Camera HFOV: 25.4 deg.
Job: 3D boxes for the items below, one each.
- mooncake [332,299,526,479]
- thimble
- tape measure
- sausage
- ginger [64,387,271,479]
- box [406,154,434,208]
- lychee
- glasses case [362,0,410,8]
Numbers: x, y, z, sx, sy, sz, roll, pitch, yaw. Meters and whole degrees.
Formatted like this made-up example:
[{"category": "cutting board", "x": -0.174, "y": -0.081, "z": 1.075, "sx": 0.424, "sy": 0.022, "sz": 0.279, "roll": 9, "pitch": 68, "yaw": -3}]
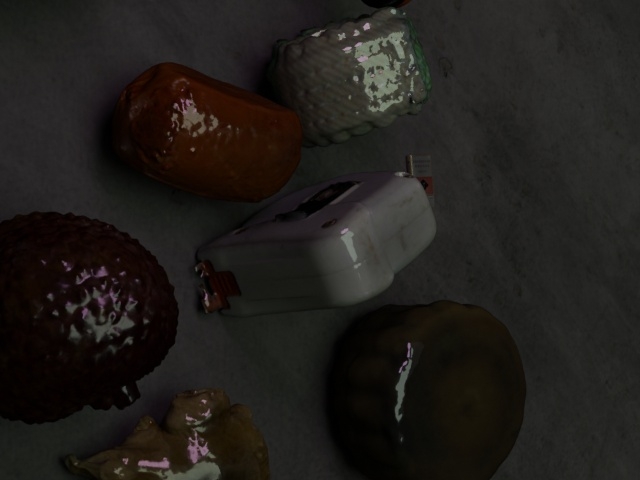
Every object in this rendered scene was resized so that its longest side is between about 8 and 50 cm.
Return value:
[{"category": "mooncake", "x": 0.150, "y": 0.225, "z": 2.051, "sx": 0.290, "sy": 0.161, "sz": 0.290, "roll": 0, "pitch": 90, "yaw": -41}, {"category": "thimble", "x": 0.040, "y": -0.226, "z": 1.936, "sx": 0.219, "sy": 0.219, "sz": 0.150, "roll": -29, "pitch": 106, "yaw": -38}, {"category": "tape measure", "x": 0.000, "y": 0.000, "z": 1.878, "sx": 0.265, "sy": 0.258, "sz": 0.130, "roll": -39, "pitch": 112, "yaw": -42}, {"category": "sausage", "x": -0.140, "y": -0.132, "z": 1.819, "sx": 0.268, "sy": 0.153, "sz": 0.141, "roll": 14, "pitch": 107, "yaw": -40}, {"category": "ginger", "x": -0.181, "y": 0.286, "z": 1.787, "sx": 0.270, "sy": 0.123, "sz": 0.218, "roll": 20, "pitch": 78, "yaw": -38}, {"category": "box", "x": 0.153, "y": -0.088, "z": 2.163, "sx": 0.046, "sy": 0.012, "sz": 0.083, "roll": -5, "pitch": 90, "yaw": -42}, {"category": "lychee", "x": -0.294, "y": 0.084, "z": 1.620, "sx": 0.261, "sy": 0.260, "sz": 0.260, "roll": 2, "pitch": 87, "yaw": -41}, {"category": "glasses case", "x": 0.092, "y": -0.448, "z": 1.925, "sx": 0.067, "sy": 0.103, "sz": 0.266, "roll": 1, "pitch": 92, "yaw": -45}]
